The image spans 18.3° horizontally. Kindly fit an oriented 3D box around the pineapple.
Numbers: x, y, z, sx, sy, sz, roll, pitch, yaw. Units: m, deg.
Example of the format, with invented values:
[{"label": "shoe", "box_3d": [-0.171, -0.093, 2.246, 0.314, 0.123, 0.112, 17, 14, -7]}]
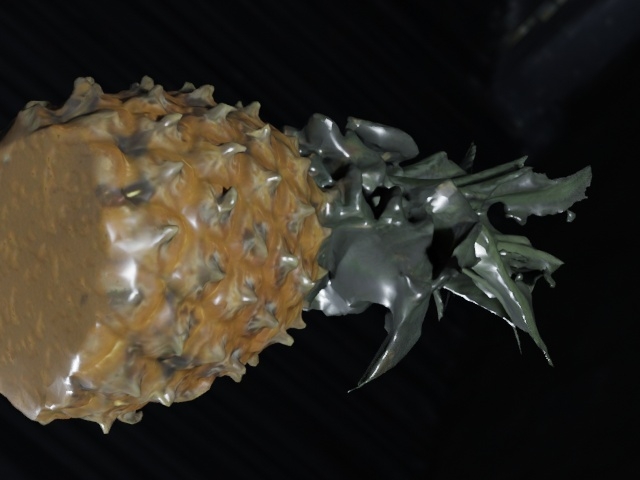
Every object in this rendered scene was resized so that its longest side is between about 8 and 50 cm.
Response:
[{"label": "pineapple", "box_3d": [0.002, -0.001, 0.954, 0.165, 0.364, 0.165, 4, -85, 48]}]
